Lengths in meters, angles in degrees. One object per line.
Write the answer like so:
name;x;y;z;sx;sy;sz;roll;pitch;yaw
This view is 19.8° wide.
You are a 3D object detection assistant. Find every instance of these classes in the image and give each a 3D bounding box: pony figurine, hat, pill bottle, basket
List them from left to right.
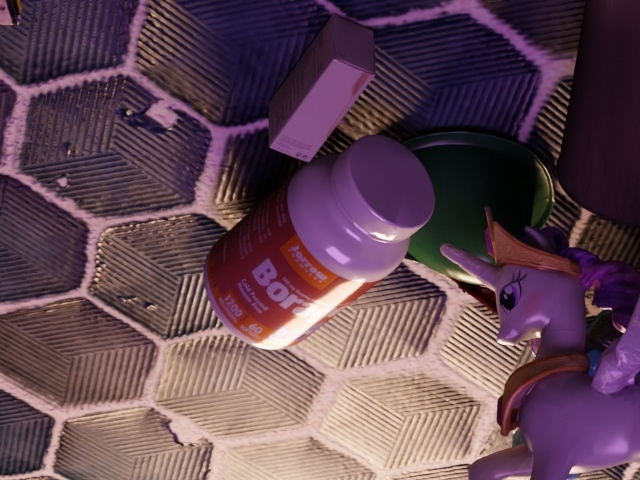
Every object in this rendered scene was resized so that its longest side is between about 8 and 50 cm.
pill bottle;0.000;0.000;1.608;0.121;0.121;0.216;25;139;-24
hat;0.134;0.027;1.607;0.208;0.183;0.173;2;138;-2
pony figurine;0.266;0.138;1.477;0.351;0.363;0.303;-1;159;12
basket;0.286;-0.141;1.460;0.204;0.154;0.227;4;134;14

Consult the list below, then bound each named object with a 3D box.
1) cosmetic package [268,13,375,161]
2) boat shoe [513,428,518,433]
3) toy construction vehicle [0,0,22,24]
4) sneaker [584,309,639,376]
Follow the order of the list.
cosmetic package;0.000;-0.126;1.537;0.041;0.060;0.115;20;134;-21
boat shoe;0.314;0.154;1.818;0.254;0.079;0.095;-8;134;5
toy construction vehicle;-0.283;-0.205;1.477;0.086;0.035;0.098;3;135;13
sneaker;0.361;0.041;1.685;0.341;0.139;0.125;-32;98;8
